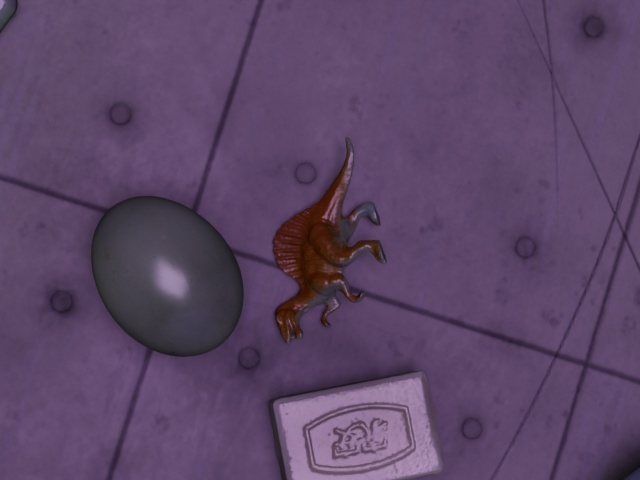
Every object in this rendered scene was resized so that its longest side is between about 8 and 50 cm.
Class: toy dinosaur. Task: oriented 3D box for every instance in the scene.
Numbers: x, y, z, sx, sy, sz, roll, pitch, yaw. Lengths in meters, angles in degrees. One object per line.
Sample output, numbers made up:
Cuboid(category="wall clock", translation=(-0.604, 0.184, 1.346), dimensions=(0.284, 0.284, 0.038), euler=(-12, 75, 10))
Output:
Cuboid(category="toy dinosaur", translation=(0.000, 0.002, 1.958), dimensions=(0.142, 0.057, 0.212), euler=(-15, 80, 9))

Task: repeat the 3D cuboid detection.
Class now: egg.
Cuboid(category="egg", translation=(-0.169, 0.039, 1.869), dimensions=(0.149, 0.149, 0.192), euler=(-40, 97, -8))

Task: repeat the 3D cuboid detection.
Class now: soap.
Cuboid(category="soap", translation=(0.040, 0.223, 1.946), dimensions=(0.183, 0.064, 0.121), euler=(-11, 88, -10))

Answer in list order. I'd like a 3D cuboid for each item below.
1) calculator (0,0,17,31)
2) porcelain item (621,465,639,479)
Cuboid(category="calculator", translation=(-0.444, -0.228, 1.882), dimensions=(0.141, 0.045, 0.246), euler=(38, 82, -7))
Cuboid(category="porcelain item", translation=(0.447, 0.346, 1.954), dimensions=(0.405, 0.178, 0.242), euler=(-37, 95, -8))
